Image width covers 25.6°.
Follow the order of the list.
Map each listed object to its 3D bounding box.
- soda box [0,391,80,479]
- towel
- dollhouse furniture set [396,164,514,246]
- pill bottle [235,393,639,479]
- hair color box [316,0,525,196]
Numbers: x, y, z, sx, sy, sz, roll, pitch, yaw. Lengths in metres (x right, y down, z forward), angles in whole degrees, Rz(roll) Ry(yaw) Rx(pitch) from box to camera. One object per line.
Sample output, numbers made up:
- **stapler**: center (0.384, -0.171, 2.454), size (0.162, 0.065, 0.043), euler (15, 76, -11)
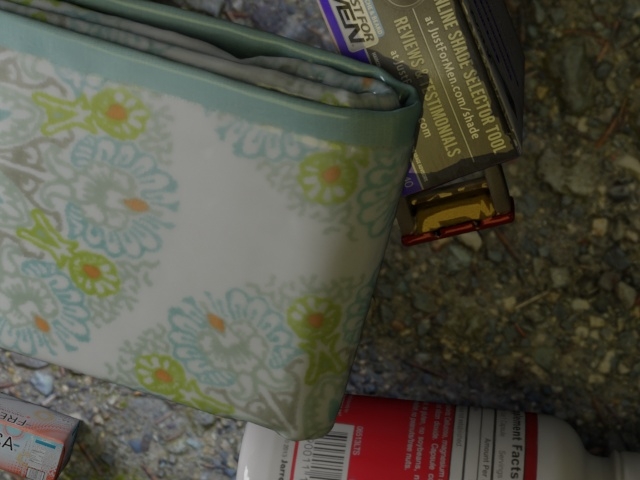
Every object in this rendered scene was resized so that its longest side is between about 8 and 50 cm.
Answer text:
- **soda box**: center (-0.358, 0.200, 1.523), size (0.183, 0.063, 0.058), euler (19, 110, 1)
- **towel**: center (-0.135, -0.026, 1.086), size (0.375, 0.090, 0.320), euler (17, 127, 4)
- **dollhouse furniture set**: center (0.000, 0.000, 1.334), size (0.374, 0.201, 0.152), euler (-12, 106, 10)
- **pill bottle**: center (0.128, 0.276, 1.393), size (0.408, 0.229, 0.229), euler (5, 109, 6)
- **hair color box**: center (0.093, -0.181, 1.184), size (0.110, 0.339, 0.185), euler (-20, 105, 13)
